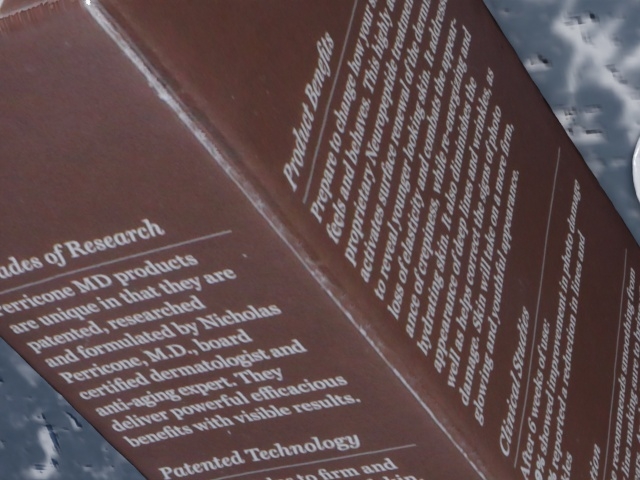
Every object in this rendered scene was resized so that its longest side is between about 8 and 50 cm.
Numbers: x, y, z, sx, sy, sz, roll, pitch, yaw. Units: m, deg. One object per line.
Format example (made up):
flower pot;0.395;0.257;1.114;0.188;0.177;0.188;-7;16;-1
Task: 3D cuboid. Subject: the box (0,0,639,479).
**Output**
box;0.000;0.000;0.648;0.143;0.191;0.381;-13;132;29

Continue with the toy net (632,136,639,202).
toy net;0.147;-0.077;0.700;0.122;0.045;0.232;7;121;23
